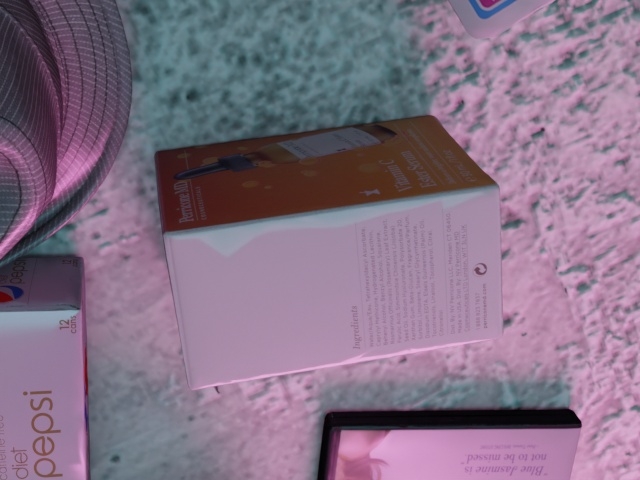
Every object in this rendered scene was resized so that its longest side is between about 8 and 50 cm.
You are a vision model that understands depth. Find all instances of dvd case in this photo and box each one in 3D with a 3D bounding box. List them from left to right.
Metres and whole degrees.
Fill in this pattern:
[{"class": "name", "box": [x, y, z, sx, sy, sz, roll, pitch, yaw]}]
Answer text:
[{"class": "dvd case", "box": [0.079, 0.235, 0.760, 0.180, 0.022, 0.253, 1, 113, -12]}]

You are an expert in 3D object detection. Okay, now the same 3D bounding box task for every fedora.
[{"class": "fedora", "box": [-0.213, -0.037, 0.466, 0.275, 0.124, 0.243, -12, 129, -12]}]

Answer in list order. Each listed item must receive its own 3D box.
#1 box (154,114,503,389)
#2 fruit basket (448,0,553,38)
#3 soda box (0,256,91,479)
[{"class": "box", "box": [0.000, 0.000, 0.585, 0.171, 0.130, 0.091, -9, 115, -8]}, {"class": "fruit basket", "box": [0.115, -0.318, 0.453, 0.327, 0.165, 0.353, -31, 105, 13]}, {"class": "soda box", "box": [-0.174, 0.121, 0.633, 0.069, 0.074, 0.216, 0, 113, -11]}]
